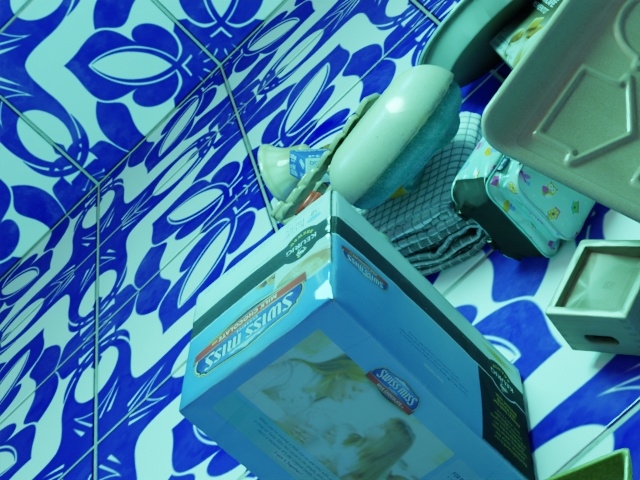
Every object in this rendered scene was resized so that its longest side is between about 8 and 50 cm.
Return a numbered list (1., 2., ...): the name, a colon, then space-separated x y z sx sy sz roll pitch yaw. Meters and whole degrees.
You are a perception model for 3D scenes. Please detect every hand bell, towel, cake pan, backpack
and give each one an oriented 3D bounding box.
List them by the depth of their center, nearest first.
1. backpack: 0.285 -0.089 1.737 0.144 0.166 0.188 -14 41 51
2. towel: 0.145 -0.043 1.990 0.283 0.121 0.235 -30 28 33
3. cake pan: 0.288 -0.360 2.178 0.293 0.054 0.293 -39 -14 -12
4. hand bell: 0.014 -0.170 2.512 0.242 0.126 0.126 -22 30 22

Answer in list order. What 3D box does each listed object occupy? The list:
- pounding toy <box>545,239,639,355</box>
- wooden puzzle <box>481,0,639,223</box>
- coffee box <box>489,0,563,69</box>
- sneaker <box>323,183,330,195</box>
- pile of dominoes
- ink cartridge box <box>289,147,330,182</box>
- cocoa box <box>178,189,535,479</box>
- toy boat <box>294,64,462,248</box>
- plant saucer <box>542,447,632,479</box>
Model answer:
1. pounding toy: 0.336 0.065 1.498 0.141 0.100 0.130 0 50 48
2. wooden puzzle: 0.408 -0.154 1.501 0.322 0.347 0.080 -53 -19 -16
3. coffee box: 0.369 -0.293 2.030 0.141 0.098 0.246 -42 22 11
4. sneaker: 0.000 0.000 2.173 0.112 0.121 0.299 -40 22 22
5. pile of dominoes: 0.013 -0.127 2.003 0.251 0.040 0.196 -54 -11 0
6. ink cartridge box: 0.059 -0.130 2.212 0.207 0.046 0.097 -4 13 -17
7. cocoa box: 0.046 0.168 1.479 0.231 0.347 0.228 -37 24 22
8. toy boat: 0.089 -0.085 1.828 0.318 0.148 0.267 -56 6 -39
9. plant saucer: 0.234 0.315 1.284 0.188 0.045 0.188 -31 26 34
